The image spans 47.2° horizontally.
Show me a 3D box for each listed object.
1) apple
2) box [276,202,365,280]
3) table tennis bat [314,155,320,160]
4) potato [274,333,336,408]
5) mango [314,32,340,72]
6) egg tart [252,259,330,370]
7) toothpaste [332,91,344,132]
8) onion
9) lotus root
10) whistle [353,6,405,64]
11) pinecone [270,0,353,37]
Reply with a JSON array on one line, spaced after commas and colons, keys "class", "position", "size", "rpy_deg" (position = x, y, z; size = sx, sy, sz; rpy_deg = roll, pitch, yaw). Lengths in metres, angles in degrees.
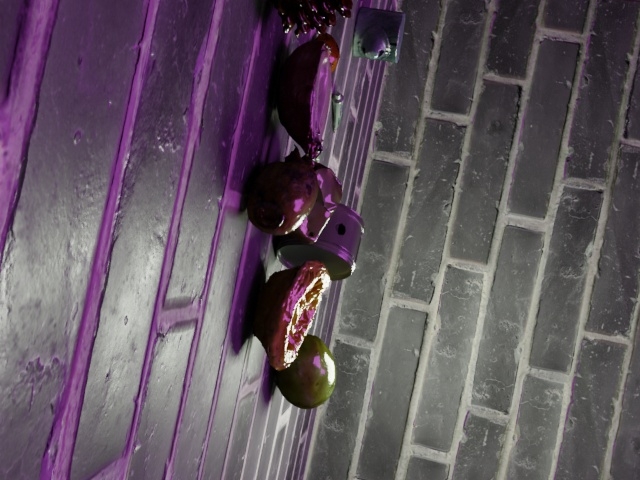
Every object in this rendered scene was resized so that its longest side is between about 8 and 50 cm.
[{"class": "apple", "position": [-0.042, -0.100, 1.862], "size": [0.188, 0.174, 0.207], "rpy_deg": [-56, 169, -14]}, {"class": "box", "position": [0.000, 0.000, 2.060], "size": [0.226, 0.226, 0.149], "rpy_deg": [84, 18, -63]}, {"class": "table tennis bat", "position": [-0.021, -0.336, 2.145], "size": [0.257, 0.039, 0.160], "rpy_deg": [88, 17, -48]}, {"class": "potato", "position": [-0.047, 0.430, 2.409], "size": [0.304, 0.216, 0.215], "rpy_deg": [96, 10, -49]}, {"class": "mango", "position": [0.012, -0.499, 1.981], "size": [0.159, 0.084, 0.105], "rpy_deg": [-67, 172, -53]}, {"class": "egg tart", "position": [-0.091, 0.185, 1.962], "size": [0.341, 0.132, 0.341], "rpy_deg": [22, 90, -77]}, {"class": "toothpaste", "position": [0.061, -0.448, 2.536], "size": [0.218, 0.041, 0.064], "rpy_deg": [87, 27, -68]}, {"class": "onion", "position": [-0.042, -0.319, 1.706], "size": [0.227, 0.120, 0.283], "rpy_deg": [62, 31, -73]}, {"class": "lotus root", "position": [-0.076, -0.115, 1.673], "size": [0.278, 0.154, 0.154], "rpy_deg": [-69, 167, -52]}, {"class": "whistle", "position": [0.233, -0.778, 2.796], "size": [0.405, 0.168, 0.188], "rpy_deg": [-49, 149, -73]}, {"class": "pinecone", "position": [-0.008, -0.510, 1.439], "size": [0.221, 0.222, 0.221], "rpy_deg": [11, 90, -82]}]
